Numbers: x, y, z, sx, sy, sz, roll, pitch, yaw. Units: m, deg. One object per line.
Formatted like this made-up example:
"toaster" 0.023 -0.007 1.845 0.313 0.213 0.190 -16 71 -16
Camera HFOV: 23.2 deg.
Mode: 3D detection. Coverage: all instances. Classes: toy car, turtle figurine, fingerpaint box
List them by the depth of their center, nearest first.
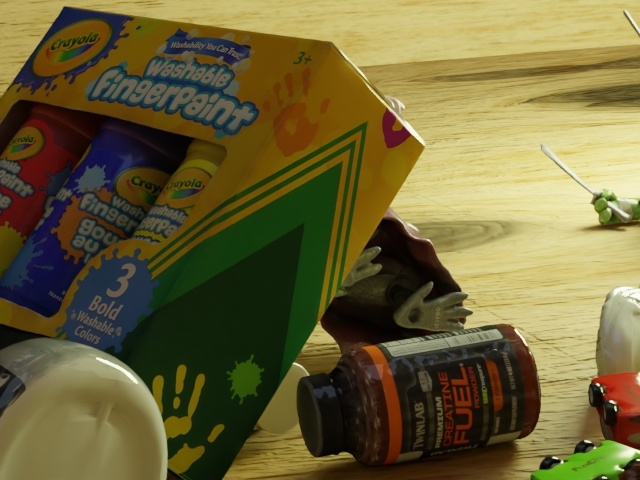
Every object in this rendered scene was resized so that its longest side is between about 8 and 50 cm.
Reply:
"toy car" 0.258 0.180 1.251 0.225 0.053 0.239 -16 20 -36
"fingerpaint box" -0.181 -0.018 1.460 0.444 0.163 0.371 17 70 49
"turtle figurine" 0.410 -0.099 1.937 0.197 0.275 0.266 -37 19 8

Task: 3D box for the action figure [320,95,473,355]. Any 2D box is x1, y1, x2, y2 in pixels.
"action figure" 0.000 0.000 1.665 0.275 0.248 0.370 -28 34 -12

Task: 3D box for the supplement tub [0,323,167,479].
"supplement tub" -0.299 0.154 1.180 0.338 0.207 0.207 10 21 38

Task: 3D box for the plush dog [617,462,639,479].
"plush dog" 0.280 0.201 0.862 0.262 0.225 0.210 -6 16 -11

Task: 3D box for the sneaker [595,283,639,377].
"sneaker" 0.339 0.086 1.498 0.115 0.090 0.232 10 22 29

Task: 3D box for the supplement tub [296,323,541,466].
"supplement tub" 0.082 0.136 1.345 0.197 0.106 0.106 -9 17 -16

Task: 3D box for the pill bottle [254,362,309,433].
"pill bottle" -0.081 0.125 1.447 0.087 0.087 0.160 -16 20 -36
